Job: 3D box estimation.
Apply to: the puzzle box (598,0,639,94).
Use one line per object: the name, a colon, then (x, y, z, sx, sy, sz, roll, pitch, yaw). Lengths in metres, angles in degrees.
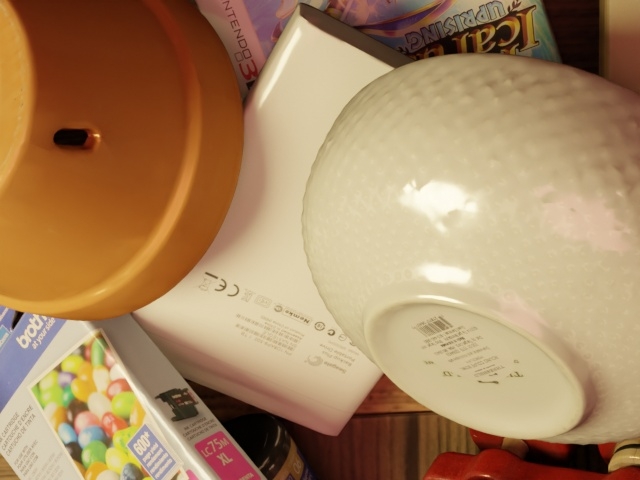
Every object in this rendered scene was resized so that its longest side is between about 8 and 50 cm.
puzzle box: (0.339, -0.240, 0.824, 0.272, 0.052, 0.409, 3, 76, 6)

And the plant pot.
plant pot: (-0.231, -0.088, 0.877, 0.290, 0.203, 0.291, -3, 83, 25)

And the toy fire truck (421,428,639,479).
toy fire truck: (0.239, 0.276, 1.030, 0.302, 0.169, 0.254, 1, 130, 34)

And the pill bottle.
pill bottle: (-0.038, 0.281, 1.094, 0.122, 0.123, 0.219, -26, 113, 11)

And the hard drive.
hard drive: (0.000, 0.000, 0.993, 0.233, 0.047, 0.353, 25, 120, -16)

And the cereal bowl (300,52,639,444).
cereal bowl: (0.131, 0.039, 0.817, 0.339, 0.141, 0.339, 21, 148, 14)

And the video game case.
video game case: (0.041, -0.200, 0.964, 0.269, 0.061, 0.244, -20, 108, 9)

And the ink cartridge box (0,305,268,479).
ink cartridge box: (-0.199, 0.160, 1.018, 0.311, 0.065, 0.186, 49, 121, 16)
